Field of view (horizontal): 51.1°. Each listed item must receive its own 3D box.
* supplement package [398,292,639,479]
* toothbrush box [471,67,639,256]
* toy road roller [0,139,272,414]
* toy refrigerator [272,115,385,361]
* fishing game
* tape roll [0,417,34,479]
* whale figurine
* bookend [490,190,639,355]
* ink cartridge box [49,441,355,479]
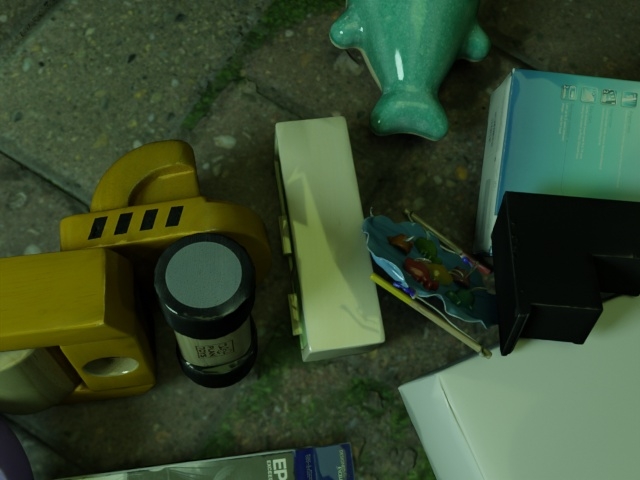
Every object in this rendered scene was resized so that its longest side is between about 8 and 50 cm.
[{"bbox_3d":[0.265,0.177,0.728,0.293,0.177,0.175,-20,77,-12],"label":"supplement package"},{"bbox_3d":[0.347,-0.070,0.793,0.296,0.126,0.216,6,90,4],"label":"toothbrush box"},{"bbox_3d":[-0.217,0.032,0.717,0.330,0.202,0.240,-9,60,-9],"label":"toy road roller"},{"bbox_3d":[0.000,0.000,0.792,0.094,0.102,0.269,-7,75,-8],"label":"toy refrigerator"},{"bbox_3d":[0.128,0.022,0.738,0.189,0.264,0.041,37,112,5],"label":"fishing game"},{"bbox_3d":[-0.418,0.273,0.624,0.275,0.090,0.274,-1,95,-15],"label":"tape roll"},{"bbox_3d":[0.121,-0.268,0.862,0.216,0.141,0.271,6,74,-5],"label":"whale figurine"},{"bbox_3d":[0.257,0.036,0.660,0.157,0.072,0.156,4,50,3],"label":"bookend"},{"bbox_3d":[-0.115,0.315,0.708,0.333,0.065,0.165,-6,74,-9],"label":"ink cartridge box"}]
